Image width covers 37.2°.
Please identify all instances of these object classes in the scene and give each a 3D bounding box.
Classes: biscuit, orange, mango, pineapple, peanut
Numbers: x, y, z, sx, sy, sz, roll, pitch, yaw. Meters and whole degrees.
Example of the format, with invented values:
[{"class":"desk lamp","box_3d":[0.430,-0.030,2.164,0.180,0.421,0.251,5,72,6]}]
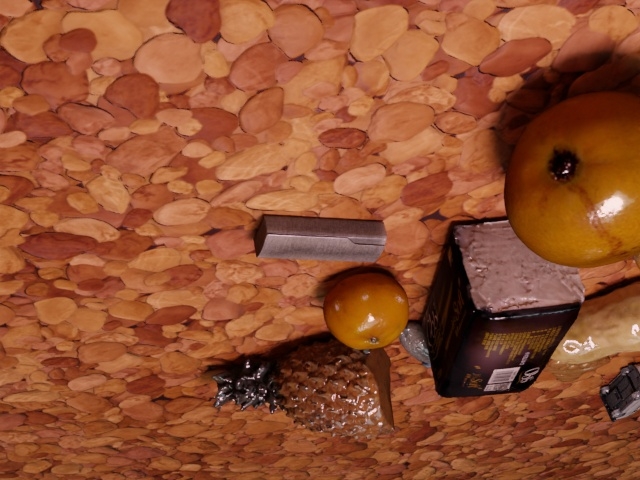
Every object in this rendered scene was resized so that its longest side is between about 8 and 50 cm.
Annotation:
[{"class":"biscuit","box_3d":[0.587,0.270,2.162,0.163,0.035,0.250,-14,147,-1]},{"class":"orange","box_3d":[0.083,0.128,1.688,0.156,0.124,0.156,-9,152,-5]},{"class":"mango","box_3d":[0.400,-0.071,1.370,0.264,0.221,0.378,-23,156,14]},{"class":"pineapple","box_3d":[-0.034,0.296,1.886,0.362,0.202,0.202,-5,151,15]},{"class":"peanut","box_3d":[0.584,0.161,1.878,0.319,0.147,0.147,-17,148,16]}]

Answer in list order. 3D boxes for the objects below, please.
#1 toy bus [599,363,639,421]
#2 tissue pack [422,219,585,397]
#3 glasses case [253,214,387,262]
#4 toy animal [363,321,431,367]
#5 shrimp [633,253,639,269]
[{"class":"toy bus","box_3d":[0.761,0.365,2.316,0.089,0.087,0.194,-8,149,-17]},{"class":"tissue pack","box_3d":[0.317,0.135,1.696,0.210,0.198,0.370,-7,149,-9]},{"class":"glasses case","box_3d":[0.000,0.000,1.530,0.205,0.047,0.071,3,146,-20]},{"class":"toy animal","box_3d":[0.174,0.195,1.869,0.253,0.079,0.070,20,117,-41]},{"class":"shrimp","box_3d":[0.711,-0.048,1.575,0.272,0.085,0.445,15,139,-8]}]
